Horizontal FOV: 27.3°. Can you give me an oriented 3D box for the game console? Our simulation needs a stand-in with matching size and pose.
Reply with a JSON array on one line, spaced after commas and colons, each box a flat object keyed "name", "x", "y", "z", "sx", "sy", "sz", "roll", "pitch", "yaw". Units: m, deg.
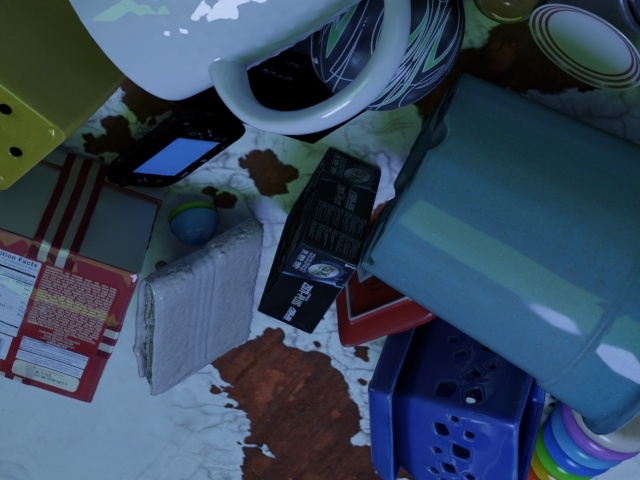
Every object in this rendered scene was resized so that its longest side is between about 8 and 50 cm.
[{"name": "game console", "x": -0.122, "y": -0.136, "z": 1.602, "sx": 0.213, "sy": 0.043, "sz": 0.361, "roll": 14, "pitch": 152, "yaw": -36}]

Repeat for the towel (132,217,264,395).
[{"name": "towel", "x": -0.165, "y": 0.092, "z": 1.784, "sx": 0.049, "sy": 0.187, "sz": 0.282, "roll": 45, "pitch": 149, "yaw": 22}]

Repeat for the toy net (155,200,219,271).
[{"name": "toy net", "x": -0.179, "y": 0.028, "z": 1.833, "sx": 0.122, "sy": 0.045, "sz": 0.232, "roll": 2, "pitch": 147, "yaw": -30}]

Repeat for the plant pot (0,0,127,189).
[{"name": "plant pot", "x": -0.364, "y": -0.189, "z": 1.550, "sx": 0.212, "sy": 0.187, "sz": 0.212, "roll": 39, "pitch": 132, "yaw": -23}]

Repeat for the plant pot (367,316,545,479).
[{"name": "plant pot", "x": 0.188, "y": 0.213, "z": 1.793, "sx": 0.212, "sy": 0.236, "sz": 0.236, "roll": 9, "pitch": 136, "yaw": 15}]

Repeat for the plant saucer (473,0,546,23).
[{"name": "plant saucer", "x": 0.207, "y": -0.268, "z": 1.448, "sx": 0.083, "sy": 0.015, "sz": 0.083, "roll": 7, "pitch": 135, "yaw": 7}]

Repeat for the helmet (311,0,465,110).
[{"name": "helmet", "x": 0.072, "y": -0.222, "z": 1.405, "sx": 0.170, "sy": 0.161, "sz": 0.169, "roll": 5, "pitch": 150, "yaw": 3}]

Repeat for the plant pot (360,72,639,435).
[{"name": "plant pot", "x": 0.247, "y": -0.008, "z": 1.503, "sx": 0.334, "sy": 0.341, "sz": 0.341, "roll": 28, "pitch": 135, "yaw": -2}]

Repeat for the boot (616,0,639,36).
[{"name": "boot", "x": 0.433, "y": -0.263, "z": 1.360, "sx": 0.229, "sy": 0.091, "sz": 0.263, "roll": -20, "pitch": 131, "yaw": 24}]

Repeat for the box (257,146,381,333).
[{"name": "box", "x": 0.000, "y": 0.000, "z": 1.653, "sx": 0.078, "sy": 0.180, "sz": 0.147, "roll": 24, "pitch": 134, "yaw": -8}]

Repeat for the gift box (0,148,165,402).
[{"name": "gift box", "x": -0.367, "y": 0.037, "z": 1.724, "sx": 0.255, "sy": 0.258, "sz": 0.276, "roll": 23, "pitch": 120, "yaw": -12}]

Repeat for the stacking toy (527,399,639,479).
[{"name": "stacking toy", "x": 0.362, "y": 0.310, "z": 1.919, "sx": 0.141, "sy": 0.141, "sz": 0.330, "roll": 20, "pitch": 140, "yaw": -6}]

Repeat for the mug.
[{"name": "mug", "x": -0.045, "y": -0.282, "z": 1.263, "sx": 0.328, "sy": 0.374, "sz": 0.276, "roll": -24, "pitch": 166, "yaw": 22}]

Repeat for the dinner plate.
[{"name": "dinner plate", "x": 0.293, "y": -0.215, "z": 1.442, "sx": 0.141, "sy": 0.017, "sz": 0.141, "roll": 31, "pitch": 162, "yaw": 11}]

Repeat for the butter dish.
[{"name": "butter dish", "x": 0.108, "y": 0.061, "z": 1.733, "sx": 0.160, "sy": 0.159, "sz": 0.118, "roll": -25, "pitch": 147, "yaw": 34}]
